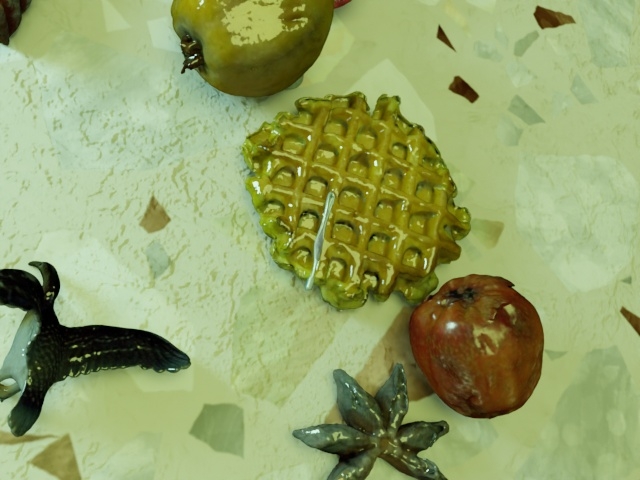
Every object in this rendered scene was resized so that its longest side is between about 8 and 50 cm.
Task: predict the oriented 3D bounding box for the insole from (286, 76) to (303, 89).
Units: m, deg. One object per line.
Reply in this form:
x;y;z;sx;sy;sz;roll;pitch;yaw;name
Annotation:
-0.050;-0.311;1.028;0.065;0.004;0.197;3;72;-17;insole

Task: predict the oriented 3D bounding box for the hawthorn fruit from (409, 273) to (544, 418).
0.205;0.131;0.880;0.179;0.173;0.173;46;65;1;hawthorn fruit

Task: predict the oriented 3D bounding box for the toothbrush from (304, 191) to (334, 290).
0.000;0.000;0.864;0.011;0.013;0.131;21;73;-24;toothbrush

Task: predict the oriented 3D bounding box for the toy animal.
-0.310;0.097;0.746;0.197;0.272;0.160;34;79;36;toy animal

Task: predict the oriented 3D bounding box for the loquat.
-0.091;-0.290;0.915;0.234;0.176;0.187;-37;87;-6;loquat

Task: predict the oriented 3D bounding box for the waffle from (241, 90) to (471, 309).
0.053;-0.057;0.943;0.302;0.068;0.325;-26;80;-24;waffle

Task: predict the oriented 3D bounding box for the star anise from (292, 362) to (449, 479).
0.068;0.235;0.853;0.208;0.063;0.172;1;71;-18;star anise

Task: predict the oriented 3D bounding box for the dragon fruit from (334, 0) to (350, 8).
0.000;-0.421;1.038;0.153;0.111;0.153;-4;116;-9;dragon fruit

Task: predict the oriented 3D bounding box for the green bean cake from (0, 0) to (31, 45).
-0.467;-0.372;0.861;0.232;0.097;0.198;22;67;-11;green bean cake
